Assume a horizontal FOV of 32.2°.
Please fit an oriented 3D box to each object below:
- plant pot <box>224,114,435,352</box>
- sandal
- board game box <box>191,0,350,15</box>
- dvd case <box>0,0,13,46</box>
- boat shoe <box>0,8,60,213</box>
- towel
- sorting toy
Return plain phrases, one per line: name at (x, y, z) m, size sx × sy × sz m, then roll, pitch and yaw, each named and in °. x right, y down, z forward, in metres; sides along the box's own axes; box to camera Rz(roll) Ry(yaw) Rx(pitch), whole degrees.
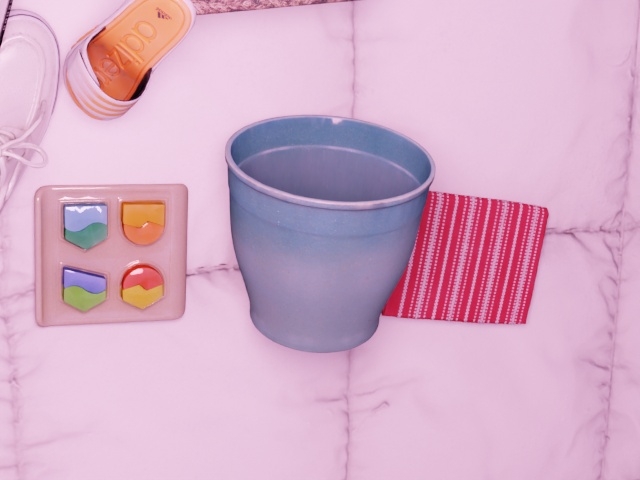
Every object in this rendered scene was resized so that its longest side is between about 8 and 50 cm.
plant pot at (0.000, 0.000, 1.487) m, size 0.272 × 0.271 × 0.255 m, roll -6°, pitch 121°, yaw -22°
sandal at (-0.246, -0.212, 1.326) m, size 0.102 × 0.265 × 0.076 m, roll 36°, pitch 49°, yaw -16°
board game box at (-0.096, -0.409, 1.387) m, size 0.291 × 0.141 × 0.232 m, roll -11°, pitch 108°, yaw -21°
dvd case at (-0.462, -0.328, 1.259) m, size 0.239 × 0.029 × 0.179 m, roll 18°, pitch 105°, yaw -7°
boat shoe at (-0.408, -0.101, 1.327) m, size 0.136 × 0.156 × 0.367 m, roll 26°, pitch 93°, yaw -27°
towel at (0.219, 0.028, 1.705) m, size 0.275 × 0.031 × 0.198 m, roll 6°, pitch 100°, yaw -26°
sorting toy at (-0.276, 0.021, 1.484) m, size 0.208 × 0.038 × 0.192 m, roll -3°, pitch 105°, yaw -23°
